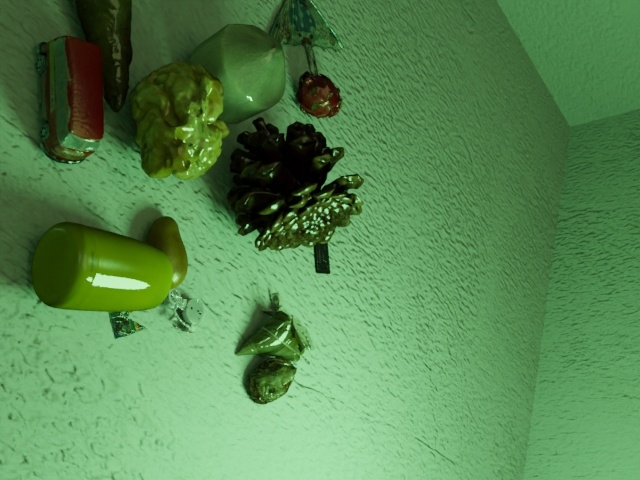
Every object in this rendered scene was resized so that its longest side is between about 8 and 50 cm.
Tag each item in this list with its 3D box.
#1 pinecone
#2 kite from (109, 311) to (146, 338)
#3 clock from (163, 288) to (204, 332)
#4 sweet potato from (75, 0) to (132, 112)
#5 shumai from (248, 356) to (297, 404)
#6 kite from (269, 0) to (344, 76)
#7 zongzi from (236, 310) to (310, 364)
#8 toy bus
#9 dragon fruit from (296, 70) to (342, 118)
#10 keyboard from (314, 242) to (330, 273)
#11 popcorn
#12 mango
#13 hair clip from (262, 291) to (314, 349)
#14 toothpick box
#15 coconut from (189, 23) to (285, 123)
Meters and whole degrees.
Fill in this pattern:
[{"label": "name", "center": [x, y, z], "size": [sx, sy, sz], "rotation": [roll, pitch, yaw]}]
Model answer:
[{"label": "pinecone", "center": [-0.087, -0.167, 1.983], "size": [0.384, 0.384, 0.385], "rotation": [17, 68, -48]}, {"label": "kite", "center": [-0.442, 0.182, 1.699], "size": [0.122, 0.004, 0.090], "rotation": [50, 47, -31]}, {"label": "clock", "center": [-0.331, 0.166, 1.813], "size": [0.129, 0.041, 0.087], "rotation": [45, 45, -41]}, {"label": "sweet potato", "center": [-0.490, -0.496, 1.728], "size": [0.130, 0.130, 0.423], "rotation": [-8, 92, -52]}, {"label": "shumai", "center": [-0.120, 0.375, 1.974], "size": [0.139, 0.105, 0.123], "rotation": [-11, 111, -16]}, {"label": "kite", "center": [-0.048, -0.654, 2.403], "size": [0.406, 0.014, 0.369], "rotation": [-13, 92, -53]}, {"label": "zongzi", "center": [-0.129, 0.305, 2.030], "size": [0.178, 0.081, 0.189], "rotation": [-39, 132, -21]}, {"label": "toy bus", "center": [-0.531, -0.303, 1.623], "size": [0.121, 0.119, 0.265], "rotation": [7, 74, -49]}, {"label": "dragon fruit", "center": [-0.011, -0.440, 2.310], "size": [0.166, 0.133, 0.136], "rotation": [44, 7, -37]}, {"label": "keyboard", "center": [0.000, 0.000, 2.290], "size": [0.061, 0.013, 0.205], "rotation": [6, 77, -50]}, {"label": "popcorn", "center": [-0.337, -0.260, 1.775], "size": [0.265, 0.225, 0.332], "rotation": [81, 9, -48]}, {"label": "mango", "center": [-0.362, 0.025, 1.779], "size": [0.102, 0.084, 0.184], "rotation": [18, 62, -49]}, {"label": "hair clip", "center": [-0.079, 0.230, 2.116], "size": [0.226, 0.034, 0.072], "rotation": [46, 47, -35]}, {"label": "toothpick box", "center": [-0.446, 0.067, 1.593], "size": [0.271, 0.175, 0.175], "rotation": [15, 69, -52]}, {"label": "coconut", "center": [-0.200, -0.436, 1.954], "size": [0.237, 0.265, 0.238], "rotation": [19, 62, -39]}]
